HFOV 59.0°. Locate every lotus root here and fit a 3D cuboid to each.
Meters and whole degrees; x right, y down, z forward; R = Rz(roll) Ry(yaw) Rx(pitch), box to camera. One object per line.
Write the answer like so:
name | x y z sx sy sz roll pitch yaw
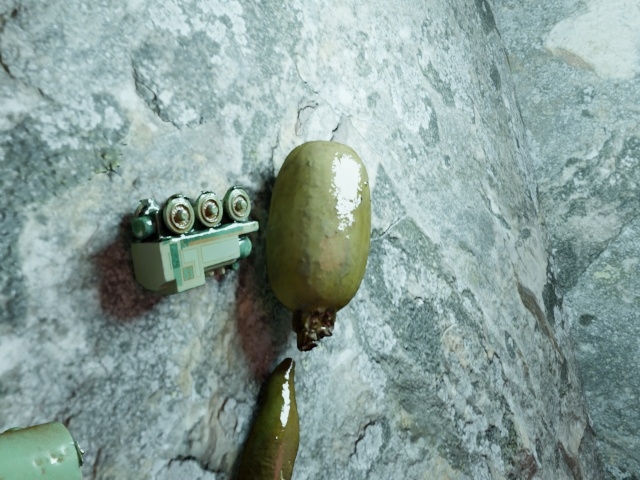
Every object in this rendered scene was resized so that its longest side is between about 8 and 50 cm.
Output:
lotus root | 0.000 0.000 0.877 0.169 0.152 0.342 29 56 -42

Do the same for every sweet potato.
sweet potato | -0.069 0.276 0.785 0.077 0.077 0.243 33 53 -41

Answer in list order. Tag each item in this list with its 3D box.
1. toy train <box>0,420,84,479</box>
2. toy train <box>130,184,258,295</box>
toy train | -0.325 0.251 0.467 0.286 0.116 0.177 1 67 -49
toy train | -0.161 -0.005 0.751 0.194 0.081 0.125 -16 103 -53
